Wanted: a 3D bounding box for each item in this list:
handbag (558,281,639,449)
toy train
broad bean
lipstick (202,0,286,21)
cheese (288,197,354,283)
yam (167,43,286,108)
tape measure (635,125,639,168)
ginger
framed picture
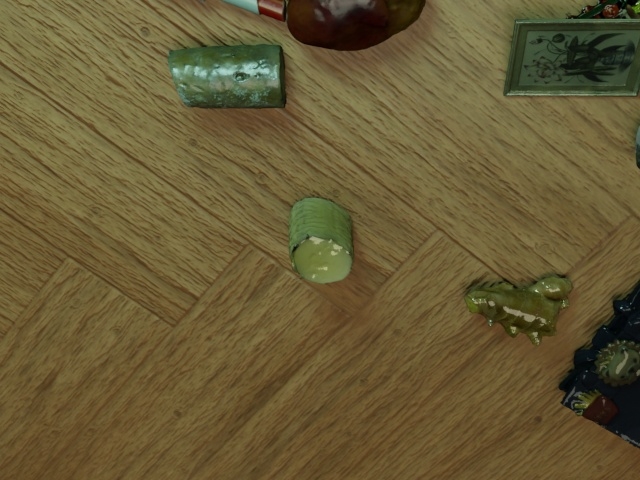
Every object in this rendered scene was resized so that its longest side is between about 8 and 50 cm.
[{"bbox_3d":[0.659,0.258,1.927,0.329,0.122,0.303,27,117,-9],"label":"handbag"},{"bbox_3d":[0.508,-0.381,1.629,0.249,0.053,0.085,-29,119,17],"label":"toy train"},{"bbox_3d":[0.055,-0.380,1.614,0.228,0.122,0.156,-5,116,10],"label":"broad bean"},{"bbox_3d":[-0.181,-0.419,1.637,0.274,0.061,0.068,19,115,-7],"label":"lipstick"},{"bbox_3d":[0.000,0.000,1.793,0.123,0.167,0.094,19,115,-10],"label":"cheese"},{"bbox_3d":[-0.156,-0.274,1.689,0.194,0.107,0.107,-1,118,4],"label":"yam"},{"bbox_3d":[0.650,-0.218,1.674,0.236,0.120,0.197,-6,116,1],"label":"tape measure"},{"bbox_3d":[0.375,0.132,1.892,0.205,0.081,0.115,-5,116,3],"label":"ginger"},{"bbox_3d":[0.426,-0.299,1.662,0.231,0.010,0.173,0,143,4],"label":"framed picture"}]
